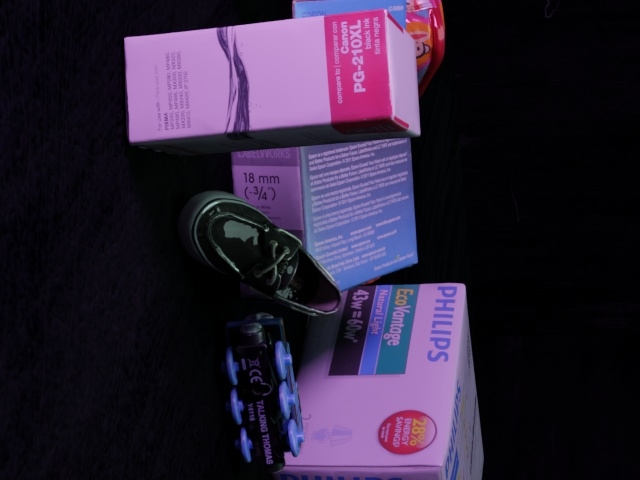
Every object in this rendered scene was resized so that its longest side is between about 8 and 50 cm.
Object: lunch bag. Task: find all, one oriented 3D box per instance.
[{"bbox_3d":[0.070,-0.332,1.771,0.258,0.120,0.293,117,-39,-68],"label":"lunch bag"}]

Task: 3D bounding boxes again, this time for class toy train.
[{"bbox_3d":[-0.063,0.164,1.391,0.105,0.080,0.184,-86,168,-68],"label":"toy train"}]

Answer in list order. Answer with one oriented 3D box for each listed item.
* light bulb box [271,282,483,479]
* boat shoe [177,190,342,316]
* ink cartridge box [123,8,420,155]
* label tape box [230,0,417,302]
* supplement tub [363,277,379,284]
[{"bbox_3d":[0.096,0.305,1.751,0.358,0.225,0.361,-75,159,-51],"label":"light bulb box"},{"bbox_3d":[-0.053,0.016,1.275,0.219,0.070,0.077,33,83,-46],"label":"boat shoe"},{"bbox_3d":[-0.040,-0.137,1.139,0.172,0.237,0.100,0,86,-78],"label":"ink cartridge box"},{"bbox_3d":[0.006,-0.113,1.473,0.241,0.106,0.333,-17,107,-54],"label":"label tape box"},{"bbox_3d":[0.070,-0.017,1.921,0.190,0.117,0.117,-69,155,-62],"label":"supplement tub"}]
